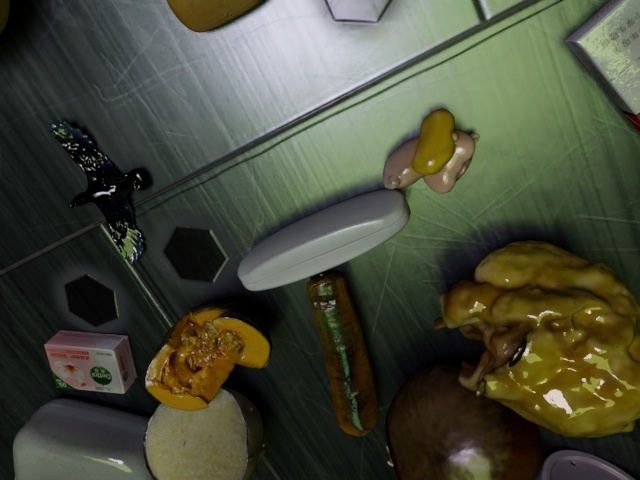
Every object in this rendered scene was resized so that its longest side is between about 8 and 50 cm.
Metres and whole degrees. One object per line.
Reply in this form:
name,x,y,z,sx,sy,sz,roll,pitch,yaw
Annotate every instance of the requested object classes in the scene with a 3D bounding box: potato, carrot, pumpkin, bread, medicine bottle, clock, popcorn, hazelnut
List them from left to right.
medicine bottle,-0.401,0.464,0.852,0.282,0.123,0.375,12,116,6
pumpkin,-0.154,0.148,0.679,0.183,0.107,0.119,-33,112,13
bread,-0.116,-0.278,0.512,0.115,0.056,0.082,-15,110,15
potato,-0.166,0.320,0.754,0.202,0.117,0.182,-28,65,20
carrot,0.032,0.163,0.677,0.070,0.070,0.260,-9,110,14
hazelnut,0.197,0.266,0.635,0.208,0.208,0.208,4,114,8
popcorn,0.261,0.103,0.545,0.254,0.191,0.190,16,101,12
clock,0.380,0.388,0.641,0.197,0.197,0.068,19,116,1

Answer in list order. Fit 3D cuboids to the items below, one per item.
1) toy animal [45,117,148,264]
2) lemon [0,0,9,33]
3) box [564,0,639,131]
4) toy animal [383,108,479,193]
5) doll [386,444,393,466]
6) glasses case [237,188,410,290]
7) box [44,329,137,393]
toy animal,-0.290,-0.066,0.642,0.108,0.062,0.220,-11,113,34
lemon,-0.439,-0.276,0.505,0.203,0.178,0.178,-8,112,15
box,0.342,-0.184,0.481,0.152,0.048,0.100,43,116,-12
toy animal,0.130,-0.084,0.542,0.082,0.091,0.114,36,114,-22
doll,0.162,0.342,0.734,0.127,0.073,0.084,8,146,4
glasses case,0.000,0.000,0.595,0.233,0.092,0.059,-23,113,17
box,-0.371,0.197,0.772,0.125,0.043,0.089,1,114,10
